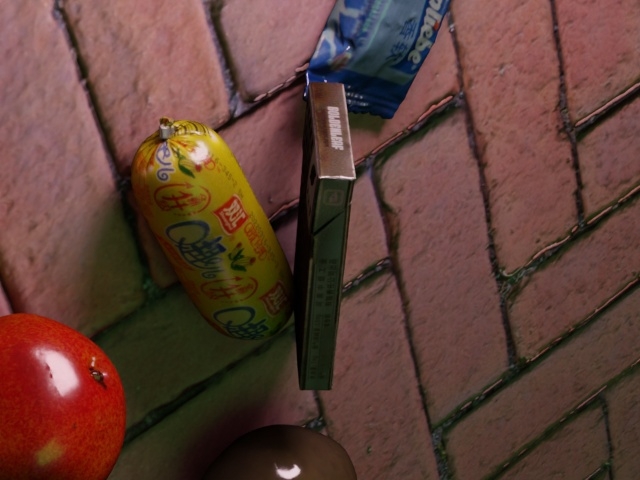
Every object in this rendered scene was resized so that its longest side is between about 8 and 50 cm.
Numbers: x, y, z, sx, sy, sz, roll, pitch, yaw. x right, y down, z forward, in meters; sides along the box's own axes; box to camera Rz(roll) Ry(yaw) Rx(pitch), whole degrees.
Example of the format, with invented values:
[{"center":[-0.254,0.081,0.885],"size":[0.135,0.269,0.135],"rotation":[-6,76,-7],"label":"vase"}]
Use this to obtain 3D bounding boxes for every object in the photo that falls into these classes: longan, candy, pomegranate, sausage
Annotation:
[{"center":[-0.056,0.329,1.971],"size":[0.220,0.196,0.196],"rotation":[-35,133,-11],"label":"longan"},{"center":[0.095,-0.300,1.811],"size":[0.187,0.077,0.331],"rotation":[6,114,-49],"label":"candy"},{"center":[-0.331,0.198,1.654],"size":[0.257,0.221,0.221],"rotation":[-25,134,6],"label":"pomegranate"},{"center":[-0.118,-0.003,1.768],"size":[0.123,0.123,0.347],"rotation":[-40,133,-16],"label":"sausage"}]

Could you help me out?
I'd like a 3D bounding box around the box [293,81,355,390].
[{"center":[0.000,-0.001,1.799],"size":[0.047,0.180,0.325],"rotation":[1,130,-5],"label":"box"}]
